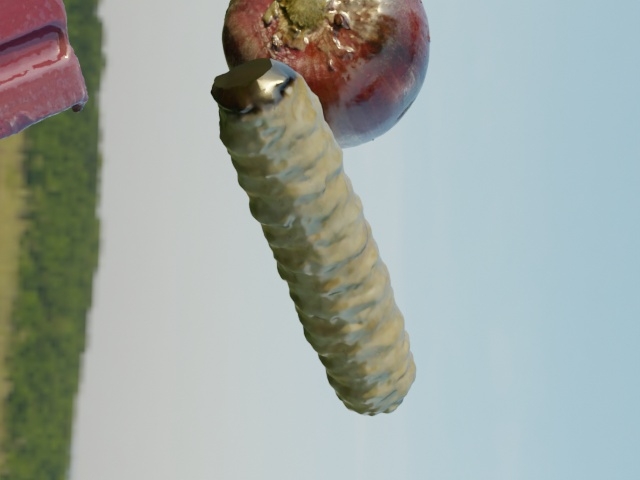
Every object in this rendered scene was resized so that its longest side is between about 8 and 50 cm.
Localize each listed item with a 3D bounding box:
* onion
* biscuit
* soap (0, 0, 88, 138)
[{"bbox_3d":[0.015,-0.135,1.224,0.195,0.160,0.159,48,37,-61],"label":"onion"},{"bbox_3d":[0.000,0.000,0.837,0.061,0.055,0.219,-109,178,-56],"label":"biscuit"},{"bbox_3d":[-0.391,-0.170,1.438,0.128,0.359,0.233,-1,-69,40],"label":"soap"}]
